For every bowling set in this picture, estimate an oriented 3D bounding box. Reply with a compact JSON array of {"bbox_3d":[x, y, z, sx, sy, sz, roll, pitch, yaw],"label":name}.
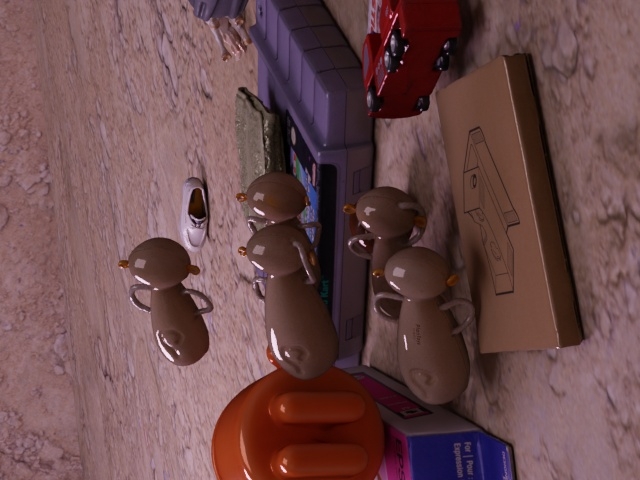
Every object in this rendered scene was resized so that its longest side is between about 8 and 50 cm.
[{"bbox_3d":[0.000,0.000,1.478,0.154,0.287,0.200,77,-155,-44],"label":"bowling set"}]

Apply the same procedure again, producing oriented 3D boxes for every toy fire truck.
[{"bbox_3d":[0.064,-0.187,1.373,0.192,0.047,0.135,113,153,-64],"label":"toy fire truck"}]

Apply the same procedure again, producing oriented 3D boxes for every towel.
[{"bbox_3d":[-0.056,-0.064,1.757,0.110,0.027,0.148,-133,36,-66],"label":"towel"}]

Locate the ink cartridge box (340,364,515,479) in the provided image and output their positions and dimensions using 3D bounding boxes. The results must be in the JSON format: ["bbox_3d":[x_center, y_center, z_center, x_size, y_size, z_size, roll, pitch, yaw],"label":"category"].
[{"bbox_3d":[0.079,0.224,1.596,0.371,0.069,0.175,-163,65,-71],"label":"ink cartridge box"}]

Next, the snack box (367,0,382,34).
[{"bbox_3d":[0.058,-0.201,1.468,0.064,0.022,0.178,-118,23,-50],"label":"snack box"}]

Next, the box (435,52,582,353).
[{"bbox_3d":[0.129,-0.021,1.325,0.164,0.021,0.201,161,99,-75],"label":"box"}]

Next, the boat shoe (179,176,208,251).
[{"bbox_3d":[-0.157,-0.029,2.360,0.035,0.035,0.100,-123,34,-62],"label":"boat shoe"}]

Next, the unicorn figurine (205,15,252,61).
[{"bbox_3d":[-0.108,-0.263,1.974,0.162,0.060,0.111,112,141,-58],"label":"unicorn figurine"}]

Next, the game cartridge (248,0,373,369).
[{"bbox_3d":[-0.014,-0.049,1.772,0.230,0.068,0.355,-111,18,-51],"label":"game cartridge"}]

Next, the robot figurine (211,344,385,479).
[{"bbox_3d":[-0.021,0.169,1.568,0.158,0.128,0.219,50,161,0],"label":"robot figurine"}]

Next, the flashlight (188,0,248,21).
[{"bbox_3d":[-0.080,-0.307,1.764,0.304,0.103,0.103,116,139,-64],"label":"flashlight"}]
